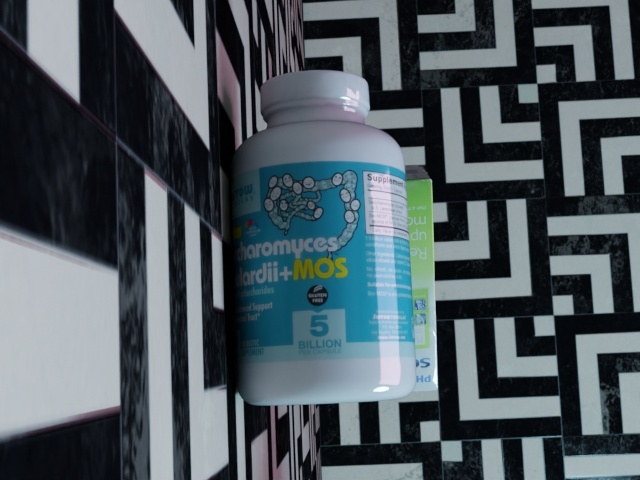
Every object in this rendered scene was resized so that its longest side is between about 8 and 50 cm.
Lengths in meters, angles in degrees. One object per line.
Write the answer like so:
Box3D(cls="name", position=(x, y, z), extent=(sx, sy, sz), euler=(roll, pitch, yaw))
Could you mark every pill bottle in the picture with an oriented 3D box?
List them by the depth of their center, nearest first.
Box3D(cls="pill bottle", position=(0.000, 0.000, 0.794), extent=(0.146, 0.146, 0.264), euler=(78, 9, -81))

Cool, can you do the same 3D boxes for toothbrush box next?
Box3D(cls="toothbrush box", position=(0.045, 0.051, 1.280), extent=(0.122, 0.206, 0.283), euler=(-88, 176, -76))
